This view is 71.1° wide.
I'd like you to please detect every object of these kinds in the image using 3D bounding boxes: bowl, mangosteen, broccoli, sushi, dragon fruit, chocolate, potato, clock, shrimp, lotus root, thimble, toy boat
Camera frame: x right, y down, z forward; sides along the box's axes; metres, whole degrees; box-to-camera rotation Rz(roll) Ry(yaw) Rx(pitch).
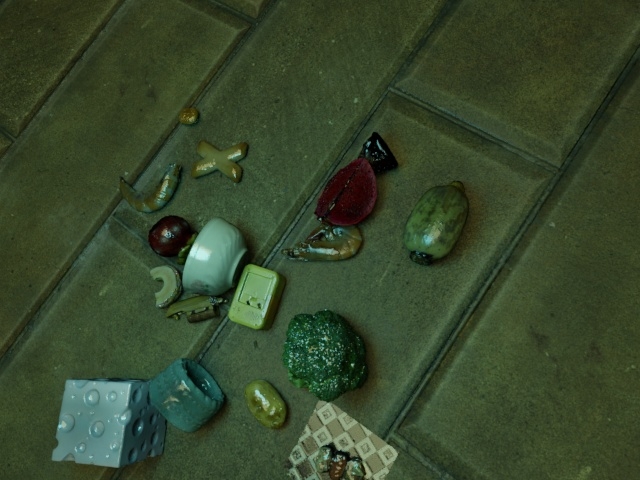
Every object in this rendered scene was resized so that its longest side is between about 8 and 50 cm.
[{"bbox_3d":[-0.331,0.071,1.508,0.145,0.277,0.277,20,80,5],"label":"bowl"},{"bbox_3d":[-0.528,-0.003,1.626,0.180,0.166,0.166,39,86,-11],"label":"mangosteen"},{"bbox_3d":[0.006,0.354,1.369,0.308,0.307,0.275,41,121,19],"label":"broccoli"},{"bbox_3d":[0.053,0.674,1.366,0.290,0.050,0.264,29,83,18],"label":"sushi"},{"bbox_3d":[0.087,-0.139,1.518,0.189,0.163,0.262,34,77,6],"label":"dragon fruit"},{"bbox_3d":[0.179,-0.280,1.556,0.133,0.156,0.156,-36,70,20],"label":"chocolate"},{"bbox_3d":[-0.176,0.526,1.442,0.107,0.080,0.170,-35,69,-11],"label":"potato"},{"bbox_3d":[-0.215,0.194,1.529,0.143,0.096,0.202,16,81,14],"label":"clock"},{"bbox_3d":[0.000,0.000,1.549,0.287,0.063,0.152,-4,72,8],"label":"shrimp"},{"bbox_3d":[0.378,-0.072,1.443,0.173,0.173,0.309,23,74,17],"label":"lotus root"},{"bbox_3d":[-0.424,0.499,1.447,0.143,0.198,0.235,-41,110,-2],"label":"thimble"},{"bbox_3d":[-0.673,-0.196,1.762,0.286,0.068,0.185,-11,69,20],"label":"shrimp"},{"bbox_3d":[-0.438,0.244,1.581,0.225,0.068,0.088,-17,76,9],"label":"toy boat"}]

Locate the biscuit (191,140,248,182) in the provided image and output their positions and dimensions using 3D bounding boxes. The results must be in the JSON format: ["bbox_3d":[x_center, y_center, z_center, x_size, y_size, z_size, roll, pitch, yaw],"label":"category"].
[{"bbox_3d":[-0.391,-0.308,1.727,0.207,0.047,0.165,6,78,14],"label":"biscuit"}]

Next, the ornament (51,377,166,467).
[{"bbox_3d":[-0.663,0.575,1.454,0.239,0.240,0.239,-1,74,13],"label":"ornament"}]

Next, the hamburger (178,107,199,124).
[{"bbox_3d":[-0.532,-0.501,1.811,0.083,0.044,0.076,0,76,10],"label":"hamburger"}]

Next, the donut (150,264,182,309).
[{"bbox_3d":[-0.550,0.160,1.623,0.108,0.065,0.166,-22,61,5],"label":"donut"}]
